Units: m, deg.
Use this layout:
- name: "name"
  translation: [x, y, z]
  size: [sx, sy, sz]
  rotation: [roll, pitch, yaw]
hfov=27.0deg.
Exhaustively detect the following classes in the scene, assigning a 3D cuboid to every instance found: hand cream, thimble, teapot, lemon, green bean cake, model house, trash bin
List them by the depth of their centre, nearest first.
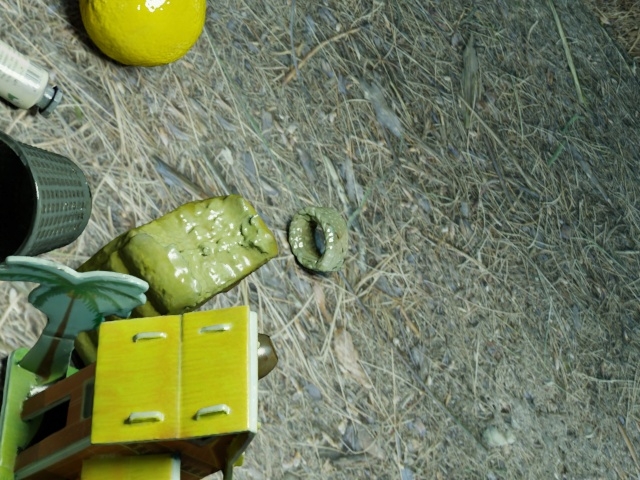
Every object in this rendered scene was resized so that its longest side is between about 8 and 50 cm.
- name: "model house"
  translation: [-0.227, 0.199, 1.427]
  size: [0.340, 0.323, 0.300]
  rotation: [32, 42, -38]
- name: "trash bin"
  translation: [-0.364, -0.049, 1.588]
  size: [0.175, 0.175, 0.161]
  rotation: [66, 22, 7]
- name: "green bean cake"
  translation: [-0.197, 0.042, 1.679]
  size: [0.124, 0.233, 0.236]
  rotation: [56, 32, 2]
- name: "hand cream"
  translation: [-0.453, -0.249, 1.700]
  size: [0.276, 0.059, 0.095]
  rotation: [35, 42, -29]
- name: "teapot"
  translation: [-0.110, 0.143, 1.865]
  size: [0.085, 0.080, 0.110]
  rotation: [67, 2, -54]
- name: "lemon"
  translation: [-0.259, -0.340, 1.922]
  size: [0.203, 0.178, 0.178]
  rotation: [9, 60, -50]
- name: "thimble"
  translation: [0.000, 0.000, 2.112]
  size: [0.062, 0.084, 0.110]
  rotation: [-1, 66, -55]
